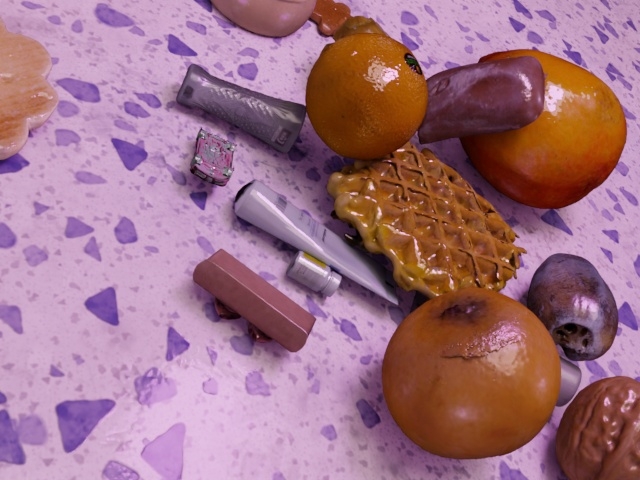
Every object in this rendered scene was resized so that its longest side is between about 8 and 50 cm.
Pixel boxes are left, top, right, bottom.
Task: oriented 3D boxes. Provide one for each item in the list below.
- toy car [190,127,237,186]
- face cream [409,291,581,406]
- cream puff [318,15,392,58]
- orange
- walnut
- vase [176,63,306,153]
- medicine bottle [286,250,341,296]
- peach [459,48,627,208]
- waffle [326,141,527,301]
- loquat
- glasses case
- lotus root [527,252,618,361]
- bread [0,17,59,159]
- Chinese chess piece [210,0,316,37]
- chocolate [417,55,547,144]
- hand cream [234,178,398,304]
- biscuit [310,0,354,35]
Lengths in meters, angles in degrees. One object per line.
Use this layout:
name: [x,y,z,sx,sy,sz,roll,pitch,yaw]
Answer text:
toy car: [-0.182,-0.134,1.298,0.069,0.055,0.142,23,32,-18]
face cream: [0.300,0.181,1.348,0.314,0.089,0.143,30,38,-1]
cream puff: [0.082,-0.345,1.559,0.195,0.194,0.221,10,31,-28]
orange: [0.081,-0.253,1.365,0.236,0.236,0.236,18,48,-21]
walnut: [0.488,0.333,1.270,0.213,0.213,0.213,18,48,-21]
vase: [-0.143,-0.239,1.385,0.219,0.096,0.096,21,47,-14]
medicine bottle: [-0.011,0.055,1.263,0.083,0.047,0.047,29,45,-10]
peach: [0.454,-0.243,1.634,0.373,0.290,0.372,1,85,-14]
waffle: [0.202,-0.038,1.428,0.382,0.095,0.379,41,36,7]
loquat: [0.220,0.198,1.153,0.263,0.263,0.263,18,48,-21]
glasses case: [-0.102,0.095,1.169,0.193,0.070,0.102,37,16,0]
lotus root: [0.465,0.098,1.437,0.158,0.140,0.322,30,27,-2]
bread: [-0.543,-0.241,1.143,0.316,0.054,0.316,17,49,-21]
Chinese chess piece: [-0.126,-0.544,1.635,0.251,0.097,0.251,19,47,-21]
chocolate: [0.296,-0.283,1.489,0.083,0.261,0.161,42,45,-52]
hand cream: [0.000,0.000,1.304,0.321,0.067,0.109,30,23,-12]
biscuit: [0.045,-0.491,1.756,0.184,0.027,0.133,28,44,-14]
